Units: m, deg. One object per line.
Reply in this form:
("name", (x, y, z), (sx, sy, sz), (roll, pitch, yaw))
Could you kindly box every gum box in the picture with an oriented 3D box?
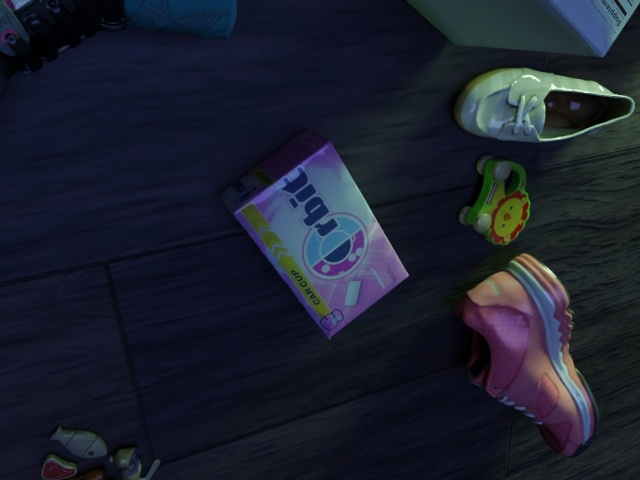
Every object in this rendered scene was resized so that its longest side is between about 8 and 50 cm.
("gum box", (0.000, 0.000, 0.565), (0.107, 0.062, 0.188), (-38, 121, -6))

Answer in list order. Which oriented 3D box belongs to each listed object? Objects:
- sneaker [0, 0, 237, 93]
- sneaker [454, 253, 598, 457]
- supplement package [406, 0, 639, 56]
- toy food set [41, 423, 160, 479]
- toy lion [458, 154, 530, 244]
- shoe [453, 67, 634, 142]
("sneaker", (-0.153, -0.165, 0.390), (0.178, 0.124, 0.295), (22, 94, -23))
("sneaker", (0.258, 0.169, 0.744), (0.136, 0.116, 0.314), (-25, 113, -2))
("supplement package", (0.172, -0.279, 0.450), (0.149, 0.194, 0.203), (28, 98, -30))
("toy food set", (-0.231, 0.240, 0.584), (0.122, 0.019, 0.078), (30, 96, -31))
("toy lion", (0.214, -0.044, 0.667), (0.096, 0.034, 0.100), (5, 108, -34))
("shoe", (0.248, -0.147, 0.620), (0.219, 0.058, 0.076), (-7, 113, -22))
